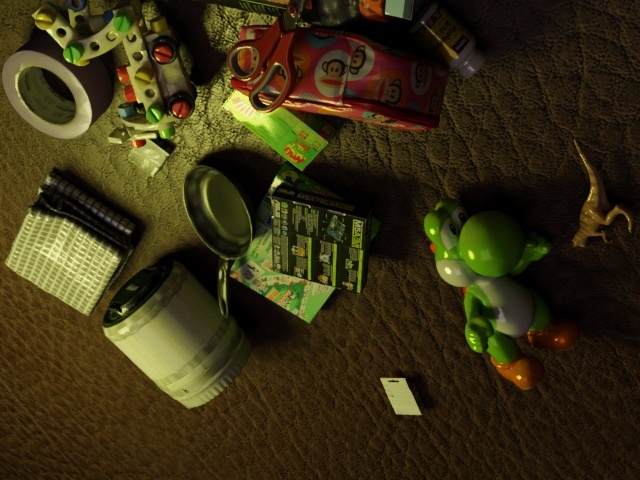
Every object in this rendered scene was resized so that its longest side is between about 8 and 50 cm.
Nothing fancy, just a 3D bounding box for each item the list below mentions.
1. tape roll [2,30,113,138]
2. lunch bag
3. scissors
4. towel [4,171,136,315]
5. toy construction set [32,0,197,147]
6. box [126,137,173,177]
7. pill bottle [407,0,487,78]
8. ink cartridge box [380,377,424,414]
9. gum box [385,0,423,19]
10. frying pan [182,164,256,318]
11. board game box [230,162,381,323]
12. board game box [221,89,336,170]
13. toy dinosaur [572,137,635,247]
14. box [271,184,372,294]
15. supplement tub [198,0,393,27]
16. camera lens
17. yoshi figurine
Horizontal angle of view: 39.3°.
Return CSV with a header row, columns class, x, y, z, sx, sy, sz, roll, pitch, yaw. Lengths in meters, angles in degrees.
class,x,y,z,sx,sy,sz,roll,pitch,yaw
tape roll,-0.491,-0.290,1.678,0.189,0.080,0.189,14,134,14
lunch bag,0.039,-0.245,1.354,0.293,0.258,0.120,17,100,31
scissors,-0.033,-0.285,1.189,0.109,0.021,0.297,51,133,5
towel,-0.547,0.021,1.958,0.235,0.121,0.283,33,136,-6
toy construction set,-0.335,-0.285,1.554,0.215,0.151,0.327,-11,135,4
box,-0.333,-0.169,1.751,0.067,0.018,0.083,39,135,-9
pill bottle,0.191,-0.298,1.342,0.116,0.065,0.065,39,135,-12
ink cartridge box,0.178,0.329,1.941,0.063,0.029,0.115,-4,126,30
gum box,0.137,-0.405,1.185,0.041,0.184,0.157,16,135,12
frying pan,-0.171,0.001,1.743,0.197,0.053,0.326,-2,113,48
board game box,-0.045,0.015,1.755,0.214,0.046,0.317,31,136,-3
board game box,-0.073,-0.212,1.565,0.181,0.043,0.092,38,136,-9
toy dinosaur,0.446,-0.052,1.438,0.112,0.064,0.211,12,133,18
box,0.000,0.000,1.657,0.184,0.045,0.190,12,132,13
supplement tub,-0.050,-0.416,1.253,0.338,0.207,0.207,15,134,13
camera lens,-0.309,0.194,1.924,0.219,0.219,0.274,-24,116,40
yoshi figurine,0.318,0.082,1.548,0.203,0.203,0.362,-28,112,23
